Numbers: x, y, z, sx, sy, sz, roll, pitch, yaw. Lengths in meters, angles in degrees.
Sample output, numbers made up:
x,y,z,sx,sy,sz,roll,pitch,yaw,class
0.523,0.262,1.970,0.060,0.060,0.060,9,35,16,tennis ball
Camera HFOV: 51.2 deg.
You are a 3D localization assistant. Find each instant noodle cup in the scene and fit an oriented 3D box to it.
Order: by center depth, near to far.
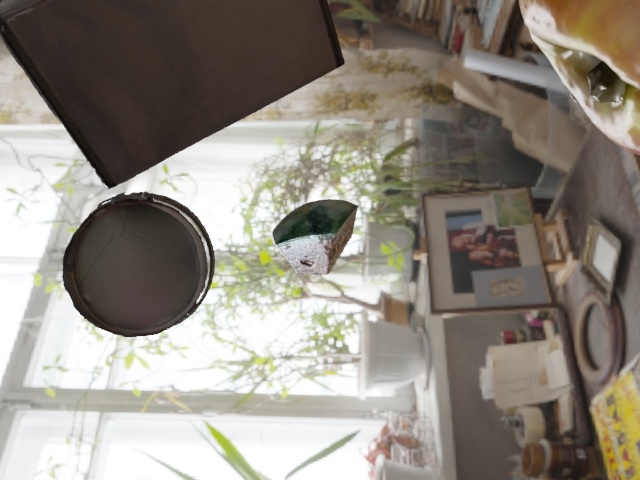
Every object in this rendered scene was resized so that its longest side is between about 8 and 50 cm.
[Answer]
x,y,z,sx,sy,sz,roll,pitch,yaw,class
-0.245,0.033,0.908,0.207,0.218,0.217,-179,91,-77,instant noodle cup

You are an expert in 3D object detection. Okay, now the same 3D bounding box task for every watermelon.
x,y,z,sx,sy,sz,roll,pitch,yaw,class
0.002,-0.005,0.656,0.084,0.072,0.092,-48,23,-13,watermelon

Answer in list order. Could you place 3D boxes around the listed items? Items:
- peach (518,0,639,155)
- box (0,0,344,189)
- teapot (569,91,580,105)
x,y,z,sx,sy,sz,roll,pitch,yaw,class
0.271,-0.190,0.429,0.238,0.281,0.280,43,-147,-35,peach
-0.140,-0.198,0.601,0.153,0.252,0.188,46,165,42,box
0.511,-0.293,1.214,0.111,0.043,0.042,-36,41,40,teapot
